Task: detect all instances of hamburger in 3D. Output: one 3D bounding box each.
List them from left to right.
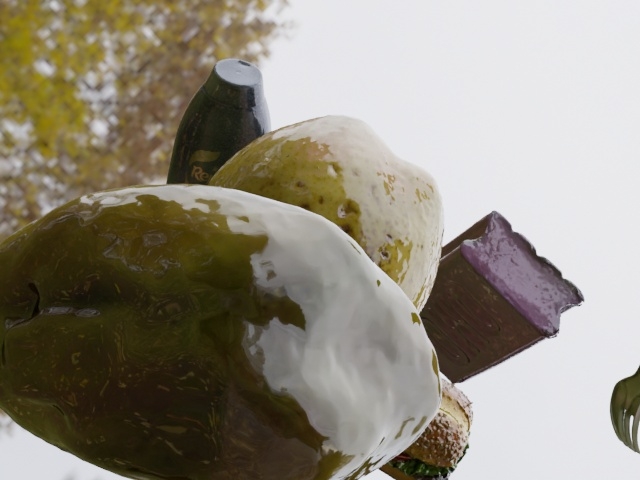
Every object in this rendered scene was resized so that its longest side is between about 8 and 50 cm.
[{"bbox_3d":[0.091,0.183,1.641,0.166,0.137,0.087,32,-48,-5],"label":"hamburger"}]

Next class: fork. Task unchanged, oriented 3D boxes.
[{"bbox_3d":[0.269,0.073,1.223,0.034,0.028,0.219,-138,-126,-59],"label":"fork"}]

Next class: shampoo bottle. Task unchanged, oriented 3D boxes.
[{"bbox_3d":[-0.093,-0.054,1.349,0.087,0.049,0.234,16,-52,0],"label":"shampoo bottle"}]

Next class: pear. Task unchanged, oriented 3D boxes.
[{"bbox_3d":[0.000,0.000,1.008,0.178,0.178,0.178,30,-31,21],"label":"pear"}]

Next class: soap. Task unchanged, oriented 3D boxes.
[{"bbox_3d":[0.147,0.059,1.433,0.122,0.065,0.203,44,-27,-1],"label":"soap"}]

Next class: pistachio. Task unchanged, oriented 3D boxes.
[{"bbox_3d":[-0.038,0.036,0.563,0.189,0.110,0.100,17,10,-10],"label":"pistachio"}]
